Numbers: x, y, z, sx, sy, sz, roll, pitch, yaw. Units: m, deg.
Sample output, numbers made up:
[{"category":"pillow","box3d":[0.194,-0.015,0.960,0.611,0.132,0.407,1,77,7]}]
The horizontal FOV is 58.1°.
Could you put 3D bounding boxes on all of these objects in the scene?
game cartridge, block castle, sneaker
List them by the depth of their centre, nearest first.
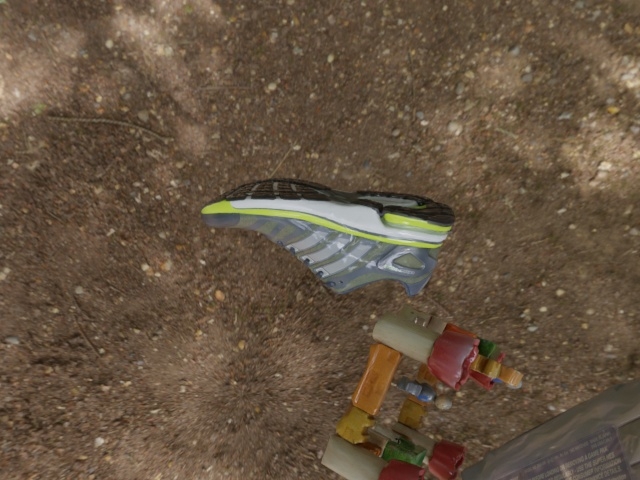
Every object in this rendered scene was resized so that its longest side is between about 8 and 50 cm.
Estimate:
[{"category":"game cartridge","box3d":[0.278,0.303,0.607,0.068,0.355,0.230,17,50,-14]},{"category":"sneaker","box3d":[0.000,0.000,0.684,0.300,0.111,0.121,9,109,10]},{"category":"block castle","box3d":[0.215,0.306,1.043,0.213,0.453,0.302,22,86,27]}]
